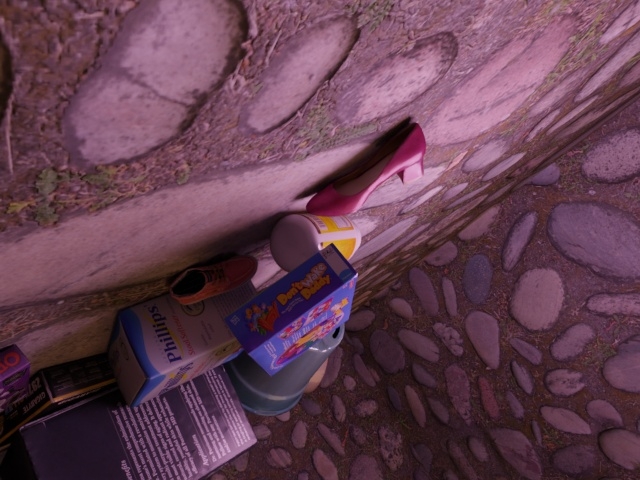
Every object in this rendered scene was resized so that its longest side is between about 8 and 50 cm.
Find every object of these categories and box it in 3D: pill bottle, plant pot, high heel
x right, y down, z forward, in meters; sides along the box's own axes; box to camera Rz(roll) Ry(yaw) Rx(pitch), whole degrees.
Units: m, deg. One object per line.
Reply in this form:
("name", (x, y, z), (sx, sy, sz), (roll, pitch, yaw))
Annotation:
("pill bottle", (0.000, 0.000, 0.971), (0.117, 0.117, 0.215), (-39, 163, 29))
("plant pot", (-0.116, 0.316, 1.440), (0.341, 0.341, 0.334), (-15, 151, -48))
("high heel", (0.079, -0.127, 0.839), (0.244, 0.082, 0.117), (-18, 137, 0))

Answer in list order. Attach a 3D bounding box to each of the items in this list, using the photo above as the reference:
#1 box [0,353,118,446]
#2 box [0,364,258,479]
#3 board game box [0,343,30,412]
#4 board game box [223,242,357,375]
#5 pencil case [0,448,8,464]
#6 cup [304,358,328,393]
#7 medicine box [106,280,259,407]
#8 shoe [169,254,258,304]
("box", (-0.573, 0.361, 1.109), (0.257, 0.079, 0.322), (-35, 166, 22))
("box", (-0.504, 0.559, 1.194), (0.472, 0.297, 0.480), (-14, 159, -45))
("board game box", (-0.635, 0.312, 0.713), (0.347, 0.056, 0.208), (-37, 170, -43))
("board game box", (-0.047, 0.160, 0.946), (0.233, 0.078, 0.347), (-34, 161, -13))
("pencil case", (-0.932, 0.720, 1.497), (0.113, 0.124, 0.273), (-25, 164, -6))
("cup", (-0.158, 0.439, 1.836), (0.237, 0.331, 0.331), (12, 141, -34))
("medicine box", (-0.300, 0.218, 1.034), (0.289, 0.149, 0.263), (-21, 163, -37))
("shoe", (-0.206, 0.074, 0.907), (0.178, 0.063, 0.081), (-24, 170, -10))
